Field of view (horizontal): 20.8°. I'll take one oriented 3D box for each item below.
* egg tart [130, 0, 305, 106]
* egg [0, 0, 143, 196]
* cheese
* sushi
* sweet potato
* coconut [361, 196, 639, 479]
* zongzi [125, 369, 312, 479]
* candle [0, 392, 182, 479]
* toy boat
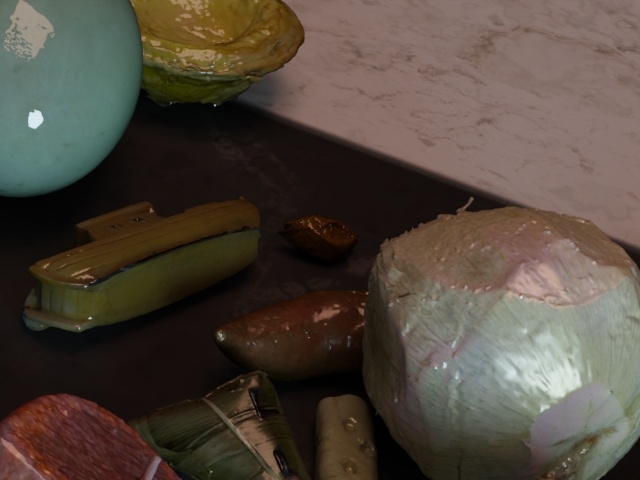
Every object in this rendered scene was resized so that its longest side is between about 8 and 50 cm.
[{"bbox_3d":[-0.177,-0.264,2.258,0.315,0.120,0.315,11,32,-7],"label":"egg tart"},{"bbox_3d":[-0.338,-0.207,1.967,0.276,0.276,0.389,7,37,-12],"label":"egg"},{"bbox_3d":[0.025,0.224,1.699,0.065,0.043,0.194,5,37,-7],"label":"cheese"},{"bbox_3d":[0.000,0.000,2.012,0.099,0.047,0.050,22,42,-21],"label":"sushi"},{"bbox_3d":[0.035,0.098,1.842,0.354,0.095,0.106,0,-8,-25],"label":"sweet potato"},{"bbox_3d":[0.195,0.116,1.703,0.297,0.297,0.254,2,24,-19],"label":"coconut"},{"bbox_3d":[-0.102,0.230,1.636,0.178,0.081,0.189,-18,56,-9],"label":"zongzi"},{"bbox_3d":[-0.184,0.227,1.414,0.287,0.131,0.317,38,7,-39],"label":"candle"},{"bbox_3d":[-0.189,0.016,1.877,0.121,0.089,0.321,25,33,35],"label":"toy boat"}]
